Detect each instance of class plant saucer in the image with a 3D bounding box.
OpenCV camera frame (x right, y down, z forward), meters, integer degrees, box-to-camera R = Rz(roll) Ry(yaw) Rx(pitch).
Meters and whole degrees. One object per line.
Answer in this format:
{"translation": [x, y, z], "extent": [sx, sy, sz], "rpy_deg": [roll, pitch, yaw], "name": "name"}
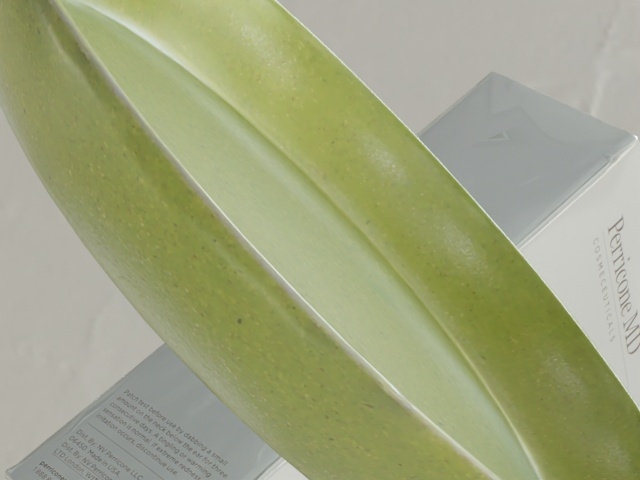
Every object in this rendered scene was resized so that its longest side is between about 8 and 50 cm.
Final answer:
{"translation": [0.000, 0.000, 0.459], "extent": [0.037, 0.241, 0.241], "rpy_deg": [-44, -140, 13], "name": "plant saucer"}

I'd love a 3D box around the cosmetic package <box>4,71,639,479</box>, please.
{"translation": [0.045, 0.154, 0.872], "extent": [0.284, 0.377, 0.097], "rpy_deg": [-38, -134, -22], "name": "cosmetic package"}
